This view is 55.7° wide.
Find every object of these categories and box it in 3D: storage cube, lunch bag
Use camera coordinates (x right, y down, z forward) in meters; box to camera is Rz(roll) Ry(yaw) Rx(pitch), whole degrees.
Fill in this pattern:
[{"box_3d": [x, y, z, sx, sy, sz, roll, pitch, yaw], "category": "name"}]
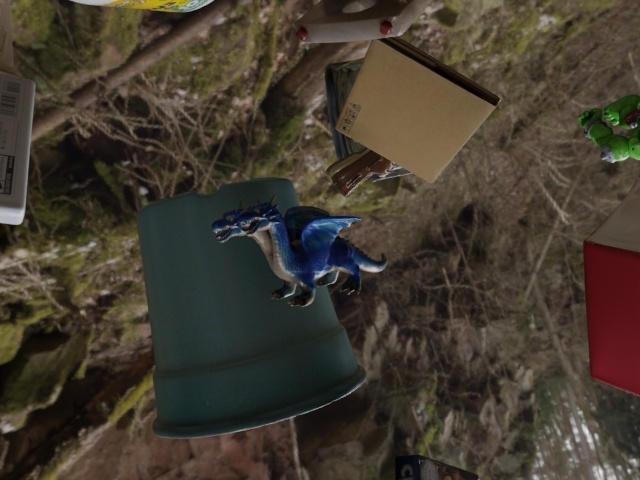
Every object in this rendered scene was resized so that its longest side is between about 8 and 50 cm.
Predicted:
[{"box_3d": [0.400, 0.048, 0.609, 0.215, 0.193, 0.184, 16, -135, 44], "category": "storage cube"}, {"box_3d": [0.106, -0.268, 1.287, 0.169, 0.235, 0.287, -12, -164, -10], "category": "lunch bag"}]

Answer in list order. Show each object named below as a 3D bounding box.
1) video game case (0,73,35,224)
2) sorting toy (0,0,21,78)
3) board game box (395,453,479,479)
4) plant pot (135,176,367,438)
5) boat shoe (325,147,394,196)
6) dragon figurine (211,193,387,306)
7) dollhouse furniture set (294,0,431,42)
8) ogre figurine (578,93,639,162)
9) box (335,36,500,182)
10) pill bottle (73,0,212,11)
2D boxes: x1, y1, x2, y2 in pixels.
[{"box_3d": [-0.345, -0.096, 0.509, 0.184, 0.201, 0.023, 7, 131, -28], "category": "video game case"}, {"box_3d": [-0.436, -0.311, 0.747, 0.038, 0.208, 0.193, -5, -173, -3], "category": "sorting toy"}, {"box_3d": [0.164, 0.431, 0.818, 0.042, 0.243, 0.165, -21, 142, 37], "category": "board game box"}, {"box_3d": [-0.132, 0.090, 0.961, 0.342, 0.333, 0.341, -14, 179, 0], "category": "plant pot"}, {"box_3d": [0.098, -0.132, 0.997, 0.178, 0.060, 0.064, -28, 176, 11], "category": "boat shoe"}, {"box_3d": [0.000, 0.000, 0.809, 0.289, 0.143, 0.085, -10, -166, -34], "category": "dragon figurine"}, {"box_3d": [0.075, -0.186, 0.292, 0.184, 0.129, 0.129, 8, -135, 31], "category": "dollhouse furniture set"}, {"box_3d": [0.506, -0.172, 0.934, 0.197, 0.096, 0.118, 10, -125, 15], "category": "ogre figurine"}, {"box_3d": [0.114, -0.163, 0.785, 0.021, 0.165, 0.201, -60, 180, -25], "category": "box"}, {"box_3d": [-0.158, -0.243, 0.472, 0.118, 0.117, 0.208, -16, -168, 21], "category": "pill bottle"}]
